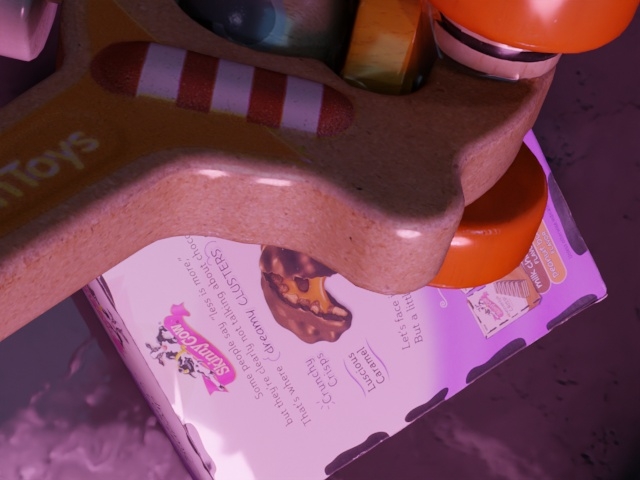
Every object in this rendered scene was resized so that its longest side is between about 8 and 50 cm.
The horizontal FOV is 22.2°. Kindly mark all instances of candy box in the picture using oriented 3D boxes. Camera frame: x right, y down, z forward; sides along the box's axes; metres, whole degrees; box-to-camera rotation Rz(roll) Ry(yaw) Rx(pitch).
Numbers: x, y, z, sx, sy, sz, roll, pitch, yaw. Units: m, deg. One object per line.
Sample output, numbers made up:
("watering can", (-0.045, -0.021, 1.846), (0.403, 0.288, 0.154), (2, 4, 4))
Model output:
("candy box", (0.000, 0.000, 0.704), (0.196, 0.070, 0.165), (-31, 107, -13))

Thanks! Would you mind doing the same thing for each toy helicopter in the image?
("toy helicopter", (-0.069, -0.045, 0.523), (0.355, 0.235, 0.140), (-39, 156, -45))
